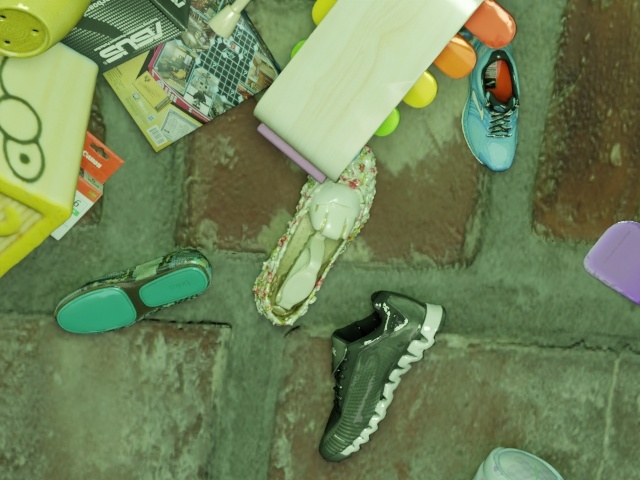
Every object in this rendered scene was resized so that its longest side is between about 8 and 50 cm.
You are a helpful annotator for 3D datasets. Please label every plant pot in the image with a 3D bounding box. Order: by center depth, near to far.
[{"bbox_3d":[-0.277,-0.227,1.524,0.134,0.095,0.134,2,142,1],"label":"plant pot"}]

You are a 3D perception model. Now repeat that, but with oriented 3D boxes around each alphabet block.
[{"bbox_3d":[-0.354,-0.098,1.614,0.192,0.197,0.193,28,137,-26],"label":"alphabet block"}]

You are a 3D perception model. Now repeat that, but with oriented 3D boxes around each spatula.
[{"bbox_3d":[0.452,0.073,1.956,0.296,0.030,0.084,30,107,-18],"label":"spatula"}]

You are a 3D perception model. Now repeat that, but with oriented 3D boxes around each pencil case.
[{"bbox_3d":[0.203,0.388,2.036,0.124,0.113,0.273,19,112,-30],"label":"pencil case"}]

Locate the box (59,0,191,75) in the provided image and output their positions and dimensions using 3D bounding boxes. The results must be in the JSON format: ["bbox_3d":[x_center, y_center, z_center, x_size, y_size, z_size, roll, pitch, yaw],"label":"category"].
[{"bbox_3d":[-0.299,-0.242,1.633,0.270,0.060,0.216,-21,135,29],"label":"box"}]

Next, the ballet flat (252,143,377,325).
[{"bbox_3d":[0.000,0.000,1.851,0.091,0.077,0.241,21,111,-14],"label":"ballet flat"}]

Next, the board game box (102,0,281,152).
[{"bbox_3d":[-0.172,-0.235,1.741,0.165,0.042,0.243,-29,115,8],"label":"board game box"}]

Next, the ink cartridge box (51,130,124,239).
[{"bbox_3d":[-0.278,-0.062,1.820,0.063,0.029,0.115,40,106,-21],"label":"ink cartridge box"}]

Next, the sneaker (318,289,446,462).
[{"bbox_3d":[0.046,0.153,1.931,0.106,0.078,0.234,29,106,-15],"label":"sneaker"}]

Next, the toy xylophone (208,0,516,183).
[{"bbox_3d":[0.037,-0.220,1.691,0.322,0.081,0.236,-42,91,19],"label":"toy xylophone"}]

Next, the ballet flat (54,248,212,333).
[{"bbox_3d":[-0.211,0.056,1.865,0.188,0.070,0.070,-15,116,6],"label":"ballet flat"}]

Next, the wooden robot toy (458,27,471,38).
[{"bbox_3d":[0.102,-0.226,1.753,0.173,0.079,0.076,-16,116,1],"label":"wooden robot toy"}]

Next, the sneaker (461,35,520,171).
[{"bbox_3d":[0.190,-0.147,1.802,0.063,0.073,0.162,-9,116,-2],"label":"sneaker"}]
